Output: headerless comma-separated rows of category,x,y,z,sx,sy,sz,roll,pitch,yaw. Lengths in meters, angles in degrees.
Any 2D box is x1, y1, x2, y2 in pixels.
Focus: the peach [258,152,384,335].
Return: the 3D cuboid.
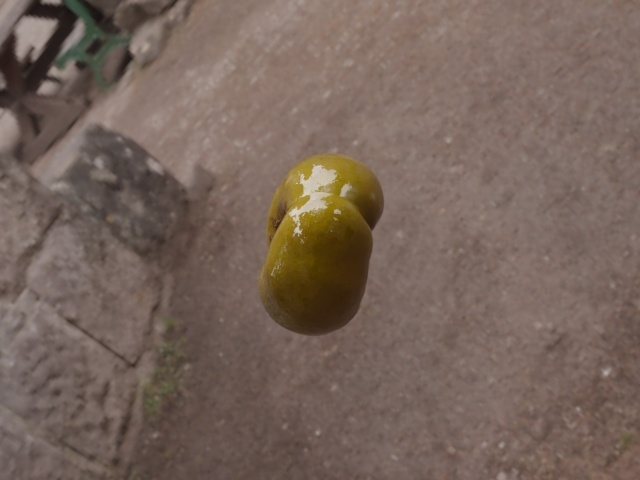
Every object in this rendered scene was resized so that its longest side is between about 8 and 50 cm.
peach,0.000,0.000,1.022,0.179,0.103,0.179,-168,90,-84
